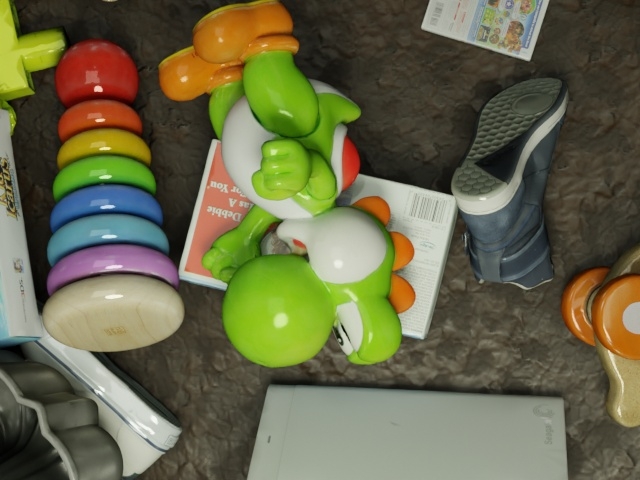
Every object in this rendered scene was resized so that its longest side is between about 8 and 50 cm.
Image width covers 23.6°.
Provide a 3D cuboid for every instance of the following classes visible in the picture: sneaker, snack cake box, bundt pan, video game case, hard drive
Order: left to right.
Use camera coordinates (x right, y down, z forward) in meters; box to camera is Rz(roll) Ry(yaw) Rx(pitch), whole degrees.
[{"bbox_3d":[-0.431,0.011,1.599,0.269,0.061,0.244,-15,81,24],"label":"video game case"},{"bbox_3d":[-0.316,0.261,1.537,0.330,0.124,0.331,5,99,34],"label":"bundt pan"},{"bbox_3d":[-0.267,0.148,1.603,0.258,0.094,0.091,41,90,8],"label":"sneaker"},{"bbox_3d":[0.000,0.000,1.594,0.264,0.089,0.152,14,88,7],"label":"snack cake box"},{"bbox_3d":[0.089,0.218,1.519,0.307,0.203,0.040,2,120,6],"label":"hard drive"},{"bbox_3d":[0.178,-0.250,1.637,0.122,0.011,0.087,18,86,7],"label":"video game case"},{"bbox_3d":[0.207,-0.052,1.585,0.086,0.163,0.226,5,43,32],"label":"sneaker"}]

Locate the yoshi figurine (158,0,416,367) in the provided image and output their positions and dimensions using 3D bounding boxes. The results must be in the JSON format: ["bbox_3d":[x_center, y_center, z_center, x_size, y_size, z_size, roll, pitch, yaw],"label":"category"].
[{"bbox_3d":[-0.053,-0.031,1.472,0.203,0.203,0.362,-26,86,19],"label":"yoshi figurine"}]

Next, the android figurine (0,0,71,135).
[{"bbox_3d":[-0.413,-0.221,1.666,0.272,0.056,0.248,-15,85,0],"label":"android figurine"}]

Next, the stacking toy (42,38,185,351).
[{"bbox_3d":[-0.222,-0.058,1.584,0.141,0.141,0.330,-9,64,4],"label":"stacking toy"}]

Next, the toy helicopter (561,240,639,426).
[{"bbox_3d":[0.407,0.156,1.543,0.235,0.140,0.355,-20,94,-6],"label":"toy helicopter"}]
